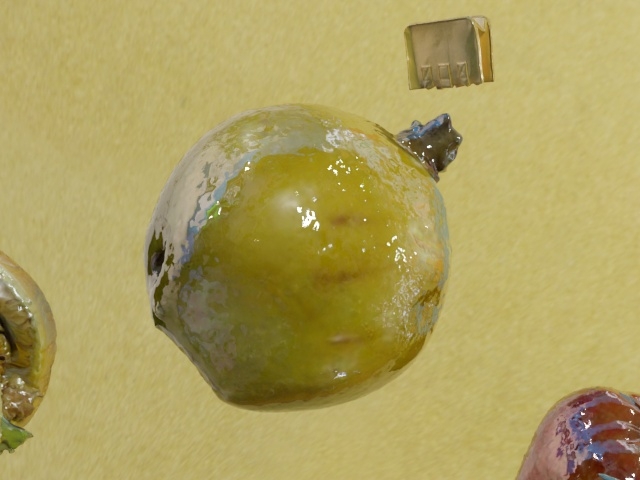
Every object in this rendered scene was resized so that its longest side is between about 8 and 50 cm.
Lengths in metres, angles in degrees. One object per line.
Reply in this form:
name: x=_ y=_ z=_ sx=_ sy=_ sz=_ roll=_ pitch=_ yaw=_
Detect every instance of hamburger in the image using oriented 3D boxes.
hamburger: x=-0.292 y=0.075 z=1.035 sx=0.181 sy=0.118 sz=0.191 roll=5 pitch=105 yaw=17

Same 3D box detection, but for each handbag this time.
handbag: x=0.110 y=-0.159 z=1.209 sx=0.027 sy=0.083 sz=0.061 roll=-12 pitch=100 yaw=-40

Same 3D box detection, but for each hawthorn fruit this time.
hawthorn fruit: x=0.219 y=0.220 z=1.160 sx=0.162 sy=0.203 sz=0.163 roll=25 pitch=36 yaw=-20

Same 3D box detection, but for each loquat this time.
loquat: x=0.000 y=0.000 z=0.979 sx=0.246 sy=0.213 sz=0.213 roll=-39 pitch=85 yaw=-3

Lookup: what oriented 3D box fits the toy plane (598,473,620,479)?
toy plane: x=0.145 y=0.171 z=0.719 sx=0.060 sy=0.235 sz=0.096 roll=15 pitch=79 yaw=20
